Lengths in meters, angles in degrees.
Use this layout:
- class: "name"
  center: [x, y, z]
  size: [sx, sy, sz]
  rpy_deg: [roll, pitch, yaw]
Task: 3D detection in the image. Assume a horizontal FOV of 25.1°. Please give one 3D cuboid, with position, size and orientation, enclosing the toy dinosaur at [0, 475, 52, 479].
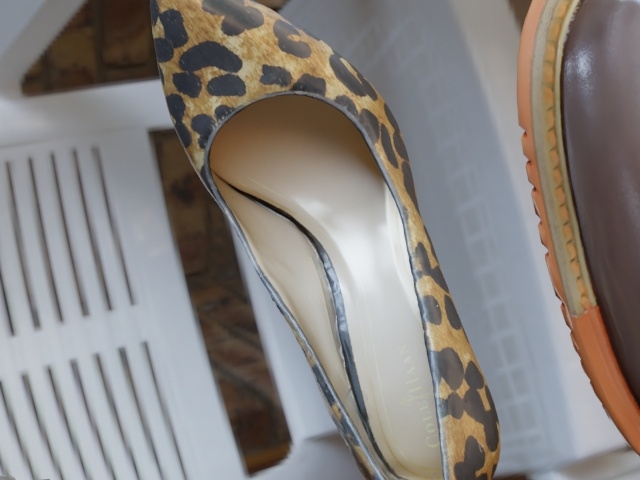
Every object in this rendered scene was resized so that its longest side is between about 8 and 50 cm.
- class: "toy dinosaur"
  center: [-0.088, 0.146, 0.260]
  size: [0.121, 0.160, 0.313]
  rpy_deg: [-35, 83, 39]

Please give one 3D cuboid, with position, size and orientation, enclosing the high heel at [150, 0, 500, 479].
- class: "high heel"
  center: [0.000, 0.000, 0.644]
  size: [0.261, 0.093, 0.186]
  rpy_deg: [54, -165, -22]

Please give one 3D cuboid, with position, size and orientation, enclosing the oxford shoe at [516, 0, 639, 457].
- class: "oxford shoe"
  center: [0.182, 0.065, 0.394]
  size: [0.364, 0.130, 0.133]
  rpy_deg: [56, 170, -12]
